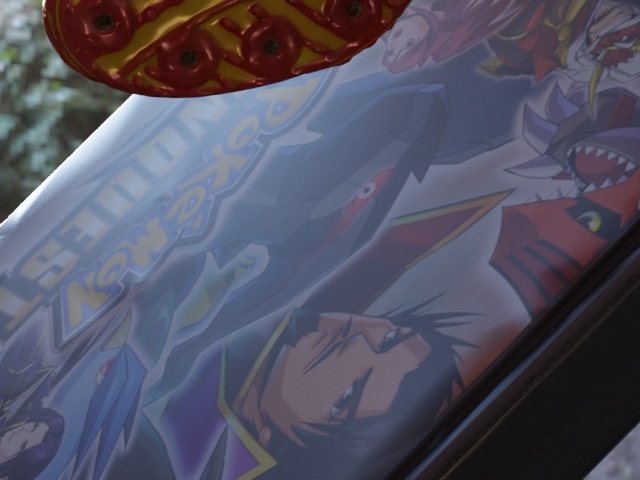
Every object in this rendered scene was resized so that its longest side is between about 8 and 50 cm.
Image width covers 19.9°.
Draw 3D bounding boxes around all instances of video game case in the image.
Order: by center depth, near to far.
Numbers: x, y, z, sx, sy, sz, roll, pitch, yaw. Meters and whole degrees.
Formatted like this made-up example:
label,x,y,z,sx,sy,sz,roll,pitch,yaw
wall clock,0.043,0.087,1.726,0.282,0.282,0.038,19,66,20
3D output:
label,x,y,z,sx,sy,sz,roll,pitch,yaw
video game case,0.000,0.000,0.491,0.275,0.035,0.248,-45,32,-3

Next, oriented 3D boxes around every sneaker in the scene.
label,x,y,z,sx,sy,sz,roll,pitch,yaw
sneaker,0.005,-0.090,0.456,0.067,0.175,0.064,25,144,57
